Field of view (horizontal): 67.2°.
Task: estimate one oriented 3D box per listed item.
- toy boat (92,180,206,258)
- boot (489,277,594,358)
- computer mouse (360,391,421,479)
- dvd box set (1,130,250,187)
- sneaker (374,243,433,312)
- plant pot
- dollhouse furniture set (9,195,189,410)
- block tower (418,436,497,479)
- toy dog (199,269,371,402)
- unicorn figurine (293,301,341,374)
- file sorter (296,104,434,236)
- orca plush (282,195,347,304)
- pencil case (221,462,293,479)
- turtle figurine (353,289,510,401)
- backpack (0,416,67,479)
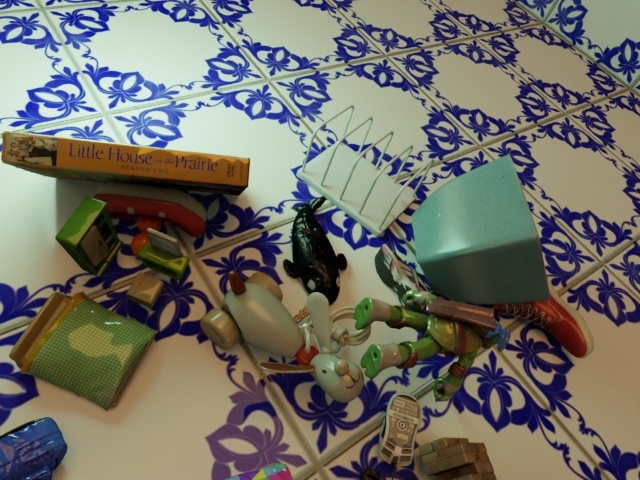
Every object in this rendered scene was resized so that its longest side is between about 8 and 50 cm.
[{"bbox_3d":[-0.361,-0.033,1.021,0.231,0.151,0.151,7,83,-11],"label":"toy boat"},{"bbox_3d":[0.500,0.181,1.130,0.176,0.088,0.244,-9,49,-22],"label":"boot"},{"bbox_3d":[0.144,0.382,0.899,0.106,0.042,0.193,19,56,4],"label":"computer mouse"},{"bbox_3d":[-0.368,-0.148,1.000,0.420,0.307,0.062,4,91,-14],"label":"dvd box set"},{"bbox_3d":[0.197,0.086,1.131,0.077,0.072,0.178,-14,66,-39],"label":"sneaker"},{"bbox_3d":[0.352,0.002,1.104,0.252,0.247,0.248,-16,47,21],"label":"plant pot"},{"bbox_3d":[-0.387,0.109,0.844,0.197,0.151,0.301,22,62,1],"label":"dollhouse furniture set"},{"bbox_3d":[0.265,0.502,0.791,0.097,0.091,0.335,21,43,-41],"label":"block tower"},{"bbox_3d":[-0.070,0.152,0.887,0.333,0.161,0.220,11,50,13],"label":"toy dog"},{"bbox_3d":[-0.003,0.209,0.981,0.111,0.060,0.162,-35,55,-24],"label":"unicorn figurine"},{"bbox_3d":[0.117,-0.191,1.239,0.277,0.173,0.193,38,52,14],"label":"file sorter"},{"bbox_3d":[0.000,0.000,1.104,0.151,0.102,0.287,11,52,-8],"label":"orca plush"},{"bbox_3d":[-0.154,0.419,0.747,0.236,0.104,0.104,-5,56,-21],"label":"pencil case"},{"bbox_3d":[0.185,0.196,0.918,0.266,0.274,0.198,7,89,-23],"label":"turtle figurine"},{"bbox_3d":[-0.446,0.336,0.726,0.101,0.098,0.120,50,43,11],"label":"backpack"}]
